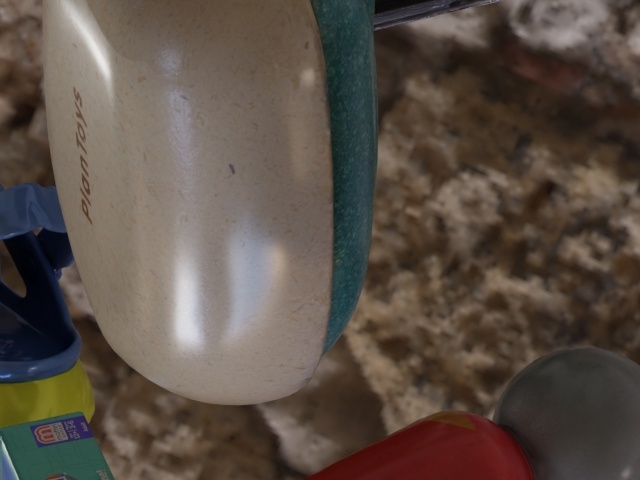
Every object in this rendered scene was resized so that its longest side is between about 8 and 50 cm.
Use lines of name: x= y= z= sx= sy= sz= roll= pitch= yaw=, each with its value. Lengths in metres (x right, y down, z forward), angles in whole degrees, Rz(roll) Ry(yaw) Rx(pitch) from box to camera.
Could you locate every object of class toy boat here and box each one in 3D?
toy boat: x=0.000 y=0.000 z=0.633 sx=0.148 sy=0.267 sz=0.318 roll=-19 pitch=-127 yaw=-22

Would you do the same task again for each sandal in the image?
sandal: x=-0.232 y=-0.007 z=0.938 sx=0.317 sy=0.138 sz=0.126 roll=29 pitch=-152 yaw=36

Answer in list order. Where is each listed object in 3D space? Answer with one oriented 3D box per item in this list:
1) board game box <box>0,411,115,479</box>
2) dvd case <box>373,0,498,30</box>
board game box: x=-0.116 y=0.216 z=0.780 sx=0.047 sy=0.210 sz=0.160 roll=-9 pitch=-144 yaw=-23
dvd case: x=0.040 y=-0.217 z=0.936 sx=0.164 sy=0.018 sz=0.221 roll=-16 pitch=-122 yaw=-18
